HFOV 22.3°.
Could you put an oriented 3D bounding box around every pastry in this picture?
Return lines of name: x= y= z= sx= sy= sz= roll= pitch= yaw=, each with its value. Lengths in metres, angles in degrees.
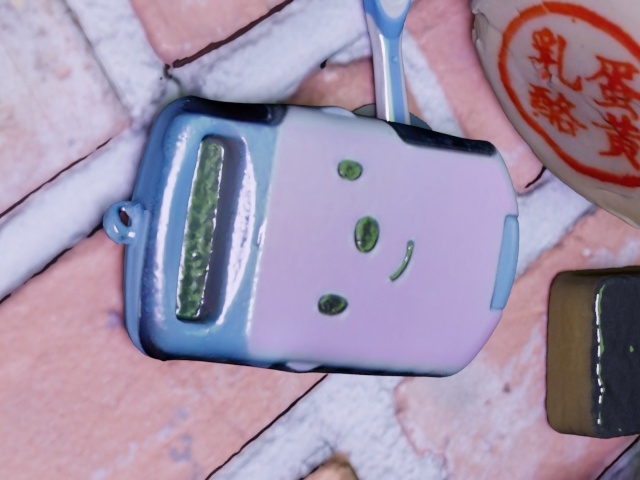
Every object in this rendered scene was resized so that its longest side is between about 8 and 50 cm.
pastry: x=0.223 y=-0.120 z=1.086 sx=0.133 sy=0.265 sz=0.265 roll=-47 pitch=116 yaw=-24

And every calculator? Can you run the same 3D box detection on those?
calculator: x=0.000 y=0.000 z=1.039 sx=0.293 sy=0.051 sz=0.173 roll=6 pitch=96 yaw=-27

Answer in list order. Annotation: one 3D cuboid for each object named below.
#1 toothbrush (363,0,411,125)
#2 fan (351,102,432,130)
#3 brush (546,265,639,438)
toothbrush: x=0.047 y=-0.163 z=1.082 sx=0.040 sy=0.040 sz=0.386 roll=-10 pitch=97 yaw=-32
fan: x=0.017 y=-0.039 z=1.093 sx=0.175 sy=0.005 sz=0.113 roll=5 pitch=90 yaw=-33
brush: x=0.261 y=0.081 z=1.228 sx=0.197 sy=0.059 sz=0.123 roll=-2 pitch=94 yaw=-32
